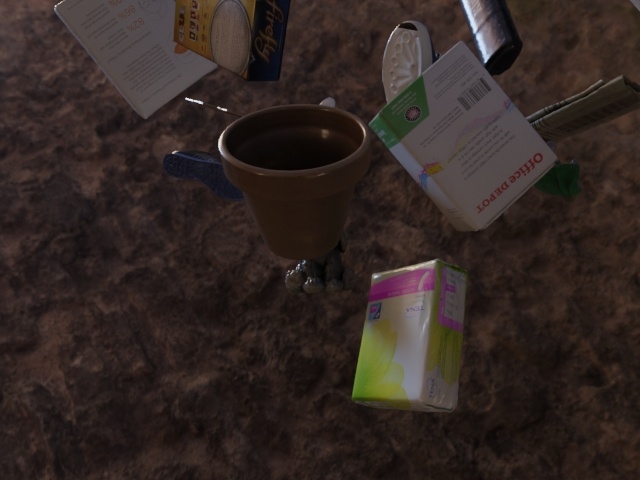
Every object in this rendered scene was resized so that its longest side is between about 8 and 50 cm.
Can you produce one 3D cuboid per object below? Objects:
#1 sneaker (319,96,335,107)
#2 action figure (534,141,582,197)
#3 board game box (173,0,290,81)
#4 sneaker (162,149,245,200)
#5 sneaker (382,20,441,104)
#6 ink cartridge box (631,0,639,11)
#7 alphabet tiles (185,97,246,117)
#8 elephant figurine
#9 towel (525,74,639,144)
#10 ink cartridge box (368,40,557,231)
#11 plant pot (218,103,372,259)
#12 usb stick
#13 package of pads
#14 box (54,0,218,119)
[{"bbox_3d":[0.012,-0.304,1.467,0.061,0.152,0.054,20,176,36],"label":"sneaker"},{"bbox_3d":[0.407,-0.117,0.976,0.137,0.063,0.232,15,178,37],"label":"action figure"},{"bbox_3d":[-0.085,-0.302,0.550,0.042,0.243,0.165,-12,-143,-38],"label":"board game box"},{"bbox_3d":[-0.246,-0.161,1.286,0.232,0.081,0.090,22,-154,14],"label":"sneaker"},{"bbox_3d":[0.277,-0.393,1.354,0.236,0.322,0.130,-31,-137,-30],"label":"sneaker"},{"bbox_3d":[0.400,-0.435,0.723,0.332,0.065,0.165,50,-176,0],"label":"ink cartridge box"},{"bbox_3d":[-0.257,-0.364,1.580,0.198,0.009,0.237,13,-171,-34],"label":"alphabet tiles"},{"bbox_3d":[0.000,0.000,1.282,0.170,0.186,0.239,-1,-95,-44],"label":"elephant figurine"},{"bbox_3d":[0.504,-0.256,1.179,0.312,0.324,0.056,-8,-101,-54],"label":"towel"},{"bbox_3d":[0.197,-0.138,0.778,0.212,0.154,0.093,48,176,-3],"label":"ink cartridge box"},{"bbox_3d":[-0.041,-0.092,1.016,0.263,0.229,0.263,-1,-143,1],"label":"plant pot"},{"bbox_3d":[0.262,-0.389,0.904,0.045,0.077,0.277,2,-119,-18],"label":"usb stick"},{"bbox_3d":[0.187,0.197,1.141,0.101,0.229,0.296,22,-113,-28],"label":"package of pads"},{"bbox_3d":[-0.249,-0.275,0.754,0.130,0.170,0.091,-39,-148,-9],"label":"box"}]
